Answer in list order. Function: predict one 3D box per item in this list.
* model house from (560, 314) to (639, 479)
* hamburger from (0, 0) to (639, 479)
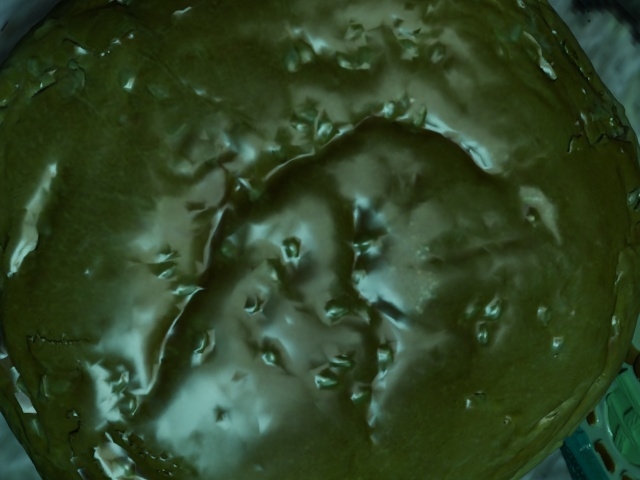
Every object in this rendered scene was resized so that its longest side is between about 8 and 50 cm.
[{"bbox_3d":[0.172,0.092,0.766,0.100,0.149,0.127,-14,57,-22],"label":"model house"},{"bbox_3d":[0.000,-0.002,0.635,0.285,0.134,0.265,-37,92,-6],"label":"hamburger"}]
